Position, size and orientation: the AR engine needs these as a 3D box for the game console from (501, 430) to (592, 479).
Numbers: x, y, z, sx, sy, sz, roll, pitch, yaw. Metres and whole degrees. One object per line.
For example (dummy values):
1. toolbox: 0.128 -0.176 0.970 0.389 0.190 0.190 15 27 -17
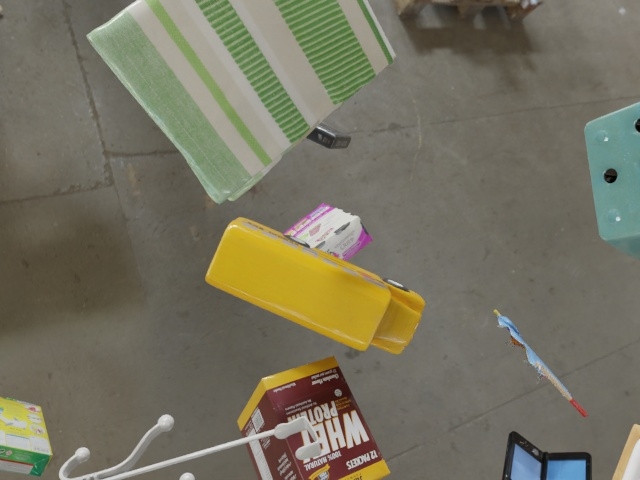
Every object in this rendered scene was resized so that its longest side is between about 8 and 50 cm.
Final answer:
1. game console: 0.402 0.412 0.984 0.124 0.085 0.144 38 37 1

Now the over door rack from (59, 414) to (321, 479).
1. over door rack: -0.144 0.351 0.741 0.325 0.108 0.239 -9 114 2

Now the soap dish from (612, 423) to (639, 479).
1. soap dish: 0.636 0.474 0.916 0.118 0.291 0.228 25 86 -61

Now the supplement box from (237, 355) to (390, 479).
1. supplement box: -0.022 0.323 0.872 0.129 0.191 0.194 -11 59 -29

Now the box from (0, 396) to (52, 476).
1. box: -0.494 0.298 0.873 0.105 0.179 0.043 31 88 -34

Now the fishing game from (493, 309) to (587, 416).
1. fishing game: 0.387 0.218 1.030 0.041 0.264 0.189 -42 101 10

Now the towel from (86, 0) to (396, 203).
1. towel: -0.070 -0.233 0.680 0.325 0.038 0.247 -43 121 -15

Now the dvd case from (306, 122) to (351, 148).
1. dvd case: -0.068 -0.222 0.968 0.239 0.179 0.029 26 104 6

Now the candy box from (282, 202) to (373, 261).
1. candy box: 0.000 0.000 1.254 0.159 0.233 0.071 -37 109 -7

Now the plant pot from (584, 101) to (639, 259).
1. plant pot: 0.357 -0.057 0.479 0.235 0.165 0.165 -1 82 -26

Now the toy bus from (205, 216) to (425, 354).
1. toy bus: -0.001 0.077 0.874 0.333 0.130 0.108 24 96 -2
